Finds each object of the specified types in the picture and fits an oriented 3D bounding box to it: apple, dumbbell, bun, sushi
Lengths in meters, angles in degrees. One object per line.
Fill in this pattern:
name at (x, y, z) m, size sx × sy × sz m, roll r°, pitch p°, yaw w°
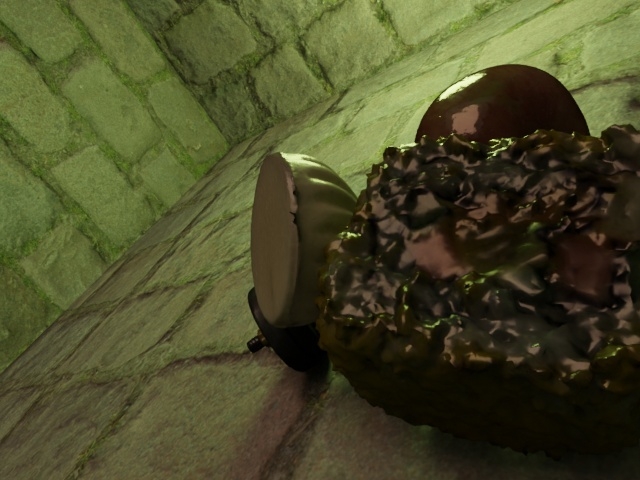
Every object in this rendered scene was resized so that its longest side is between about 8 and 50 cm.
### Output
apple at (0.312, -0.157, 0.891) m, size 0.305 × 0.306 × 0.235 m, roll -37°, pitch 21°, yaw -5°
dumbbell at (0.032, 0.089, 0.941) m, size 0.388 × 0.185 × 0.185 m, roll -34°, pitch 22°, yaw 4°
bun at (0.000, 0.000, 0.782) m, size 0.175 × 0.263 × 0.263 m, roll 1°, pitch 12°, yaw -20°
sushi at (0.211, 0.037, 0.590) m, size 0.396 × 0.240 × 0.351 m, roll 5°, pitch 53°, yaw 26°
